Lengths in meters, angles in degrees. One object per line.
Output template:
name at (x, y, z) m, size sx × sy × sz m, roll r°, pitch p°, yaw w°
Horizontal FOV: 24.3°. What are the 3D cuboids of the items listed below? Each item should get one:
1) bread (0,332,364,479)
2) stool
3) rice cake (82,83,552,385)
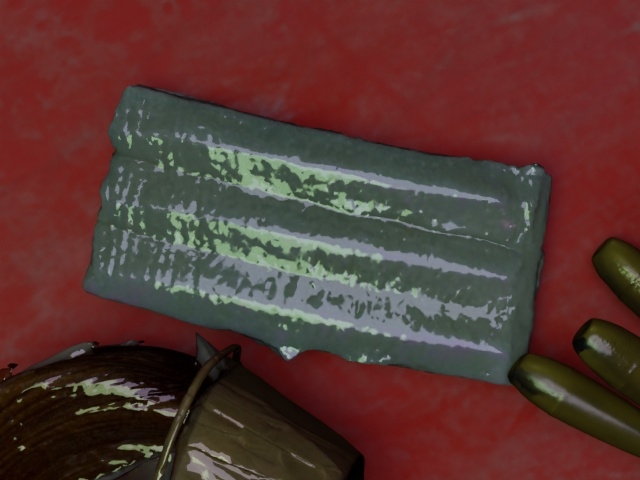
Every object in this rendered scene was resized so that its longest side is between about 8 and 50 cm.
bread at (-0.099, 0.153, 0.727) m, size 0.211 × 0.142 × 0.224 m, roll 19°, pitch 96°, yaw 4°
stool at (0.172, 0.057, 0.721) m, size 0.110 × 0.135 × 0.134 m, roll 41°, pitch 114°, yaw -2°
rice cake at (0.000, 0.000, 0.775) m, size 0.237 × 0.043 × 0.127 m, roll 11°, pitch 91°, yaw 6°
